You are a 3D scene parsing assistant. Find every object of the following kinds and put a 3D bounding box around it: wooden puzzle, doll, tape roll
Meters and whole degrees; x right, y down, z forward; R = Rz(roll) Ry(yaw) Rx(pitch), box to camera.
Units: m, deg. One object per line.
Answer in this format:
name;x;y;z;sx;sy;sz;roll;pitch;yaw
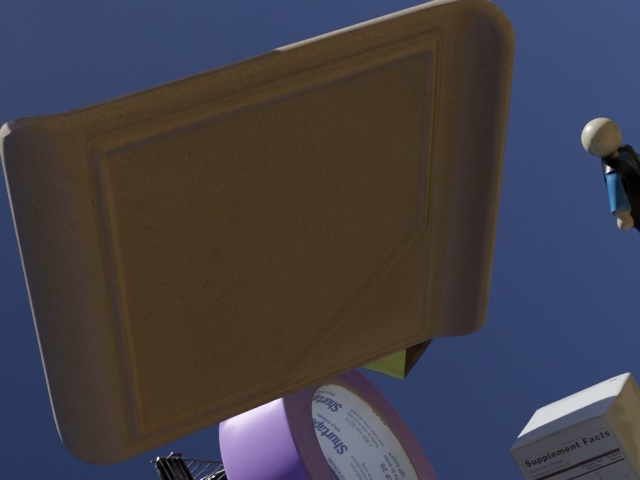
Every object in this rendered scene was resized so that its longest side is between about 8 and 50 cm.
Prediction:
wooden puzzle;-0.025;-0.003;0.681;0.044;0.239;0.221;-123;23;-43
doll;0.309;-0.040;1.336;0.189;0.046;0.129;50;-146;-17
tape roll;0.020;0.248;1.442;0.275;0.090;0.275;43;-158;-23

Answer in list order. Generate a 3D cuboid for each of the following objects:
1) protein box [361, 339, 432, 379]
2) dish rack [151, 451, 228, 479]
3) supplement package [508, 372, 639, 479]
protein box;0.000;0.000;1.256;0.201;0.136;0.200;42;-169;36
dish rack;-0.105;0.337;1.571;0.208;0.074;0.271;56;-168;21
supplement package;0.268;0.230;1.259;0.179;0.105;0.105;61;-151;-2
